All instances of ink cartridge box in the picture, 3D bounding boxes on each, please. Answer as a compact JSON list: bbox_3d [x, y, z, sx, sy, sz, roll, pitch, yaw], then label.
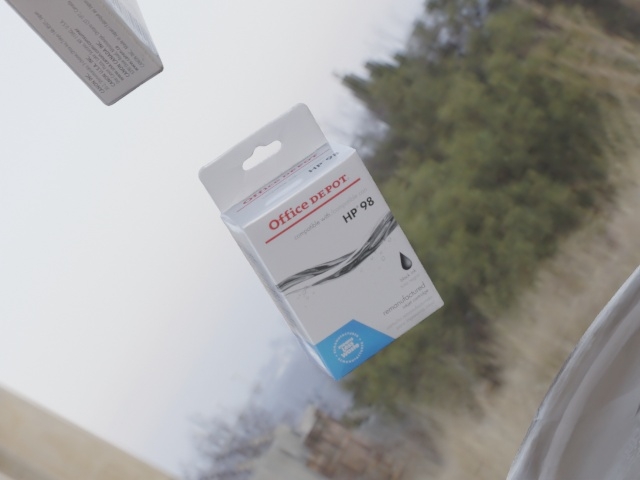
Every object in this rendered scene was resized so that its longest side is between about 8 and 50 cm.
[{"bbox_3d":[0.000,0.000,1.028,0.104,0.180,0.060,-35,21,-10],"label":"ink cartridge box"},{"bbox_3d":[-0.256,-0.286,1.130,0.066,0.296,0.261,-32,46,9],"label":"ink cartridge box"}]

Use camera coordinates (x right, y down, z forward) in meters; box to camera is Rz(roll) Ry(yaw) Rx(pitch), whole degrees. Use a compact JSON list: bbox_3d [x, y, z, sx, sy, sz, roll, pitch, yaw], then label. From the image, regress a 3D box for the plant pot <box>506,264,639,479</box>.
[{"bbox_3d":[0.219,0.122,0.450,0.323,0.280,0.323,-54,5,8],"label":"plant pot"}]
